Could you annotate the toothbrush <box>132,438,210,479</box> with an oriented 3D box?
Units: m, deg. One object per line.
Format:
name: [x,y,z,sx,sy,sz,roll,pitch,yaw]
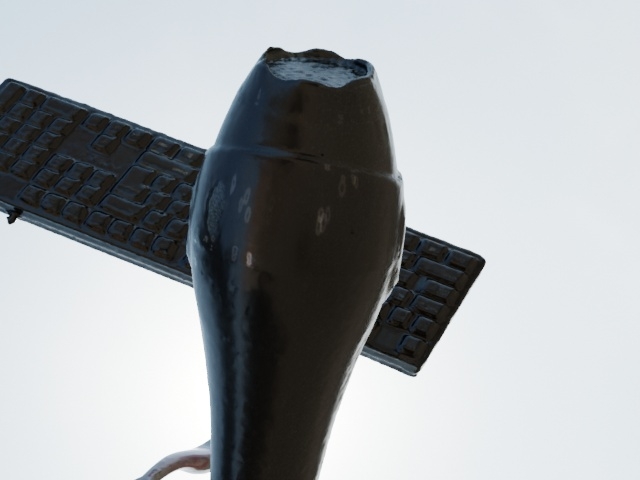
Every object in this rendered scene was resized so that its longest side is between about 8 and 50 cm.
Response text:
toothbrush: [-0.058,0.111,1.061,0.269,0.021,0.027,-32,-46,-66]

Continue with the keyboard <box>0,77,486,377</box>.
keyboard: [-0.068,-0.011,1.093,0.101,0.310,0.018,-55,-21,-39]

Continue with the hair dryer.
hair dryer: [0.000,0.000,0.926,0.271,0.091,0.235,-66,-16,-66]
